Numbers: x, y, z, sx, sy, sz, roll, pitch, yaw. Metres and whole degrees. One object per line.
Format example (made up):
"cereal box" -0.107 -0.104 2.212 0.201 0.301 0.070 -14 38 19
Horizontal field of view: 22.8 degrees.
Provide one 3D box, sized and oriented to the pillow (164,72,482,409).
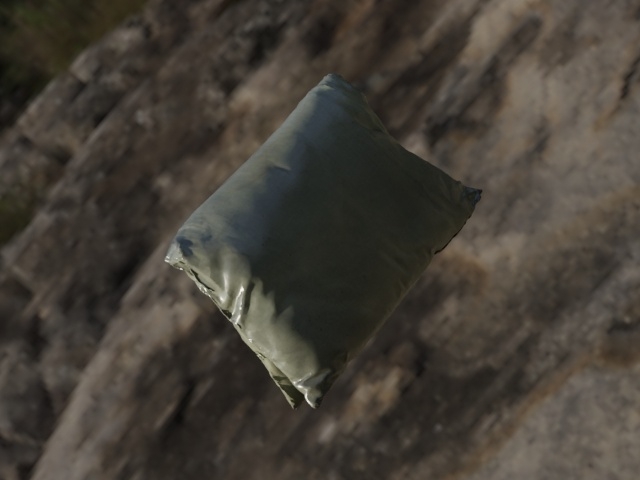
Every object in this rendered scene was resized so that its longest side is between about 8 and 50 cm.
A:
"pillow" 0.000 0.000 0.948 0.181 0.134 0.078 -50 13 -29
